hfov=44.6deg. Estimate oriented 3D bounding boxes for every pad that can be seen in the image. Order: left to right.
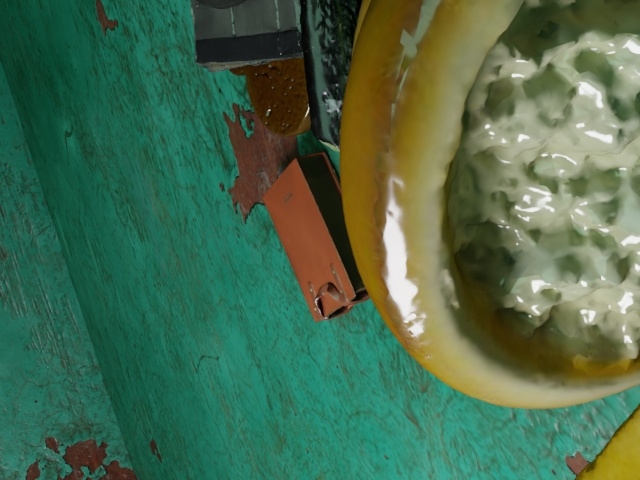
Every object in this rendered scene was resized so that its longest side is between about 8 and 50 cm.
[{"bbox_3d":[-0.091,-0.293,0.919,0.233,0.022,0.174,8,108,51],"label":"pad"}]

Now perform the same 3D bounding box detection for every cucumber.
[{"bbox_3d":[0.016,-0.200,0.821,0.074,0.074,0.241,19,122,53],"label":"cucumber"}]

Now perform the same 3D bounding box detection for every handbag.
[{"bbox_3d":[0.000,0.000,0.985,0.127,0.063,0.190,-40,71,59],"label":"handbag"}]

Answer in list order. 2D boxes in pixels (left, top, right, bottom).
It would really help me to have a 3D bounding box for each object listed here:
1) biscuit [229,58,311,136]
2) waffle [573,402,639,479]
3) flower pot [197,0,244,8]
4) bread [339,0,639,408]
[{"bbox_3d":[-0.060,-0.238,0.942,0.180,0.039,0.236,-31,77,52],"label":"biscuit"},{"bbox_3d":[0.238,0.123,0.480,0.055,0.248,0.221,50,144,29],"label":"waffle"},{"bbox_3d":[-0.156,-0.394,0.828,0.269,0.166,0.268,1,91,51],"label":"flower pot"},{"bbox_3d":[0.181,-0.091,0.507,0.245,0.329,0.423,-80,-7,-56],"label":"bread"}]
